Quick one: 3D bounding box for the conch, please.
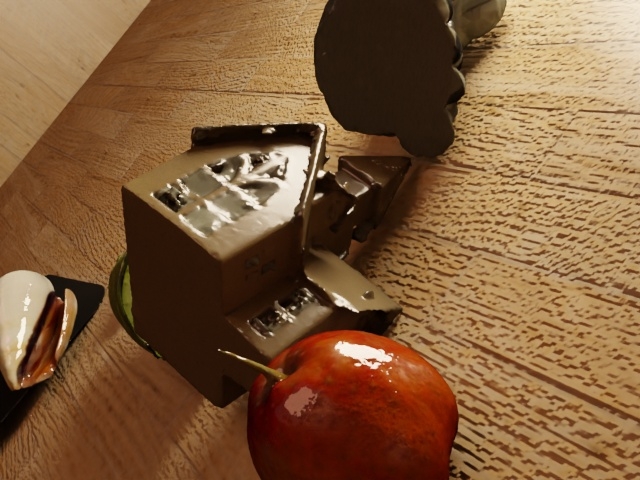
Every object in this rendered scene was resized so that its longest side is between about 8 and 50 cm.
[{"bbox_3d":[-0.355,0.103,1.195,0.094,0.104,0.176,-62,27,18],"label":"conch"}]

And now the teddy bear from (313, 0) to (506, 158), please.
[{"bbox_3d":[0.081,-0.206,0.851,0.144,0.171,0.251,-8,35,22],"label":"teddy bear"}]

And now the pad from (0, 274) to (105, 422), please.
[{"bbox_3d":[-0.404,0.211,1.258,0.314,0.063,0.375,5,52,53],"label":"pad"}]

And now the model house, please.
[{"bbox_3d":[0.000,0.000,0.743,0.248,0.181,0.176,-34,57,-31],"label":"model house"}]

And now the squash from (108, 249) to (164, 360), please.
[{"bbox_3d":[-0.144,0.055,0.947,0.137,0.137,0.287,-57,11,-15],"label":"squash"}]

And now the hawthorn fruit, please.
[{"bbox_3d":[0.016,0.103,0.561,0.125,0.140,0.125,-20,6,2],"label":"hawthorn fruit"}]
